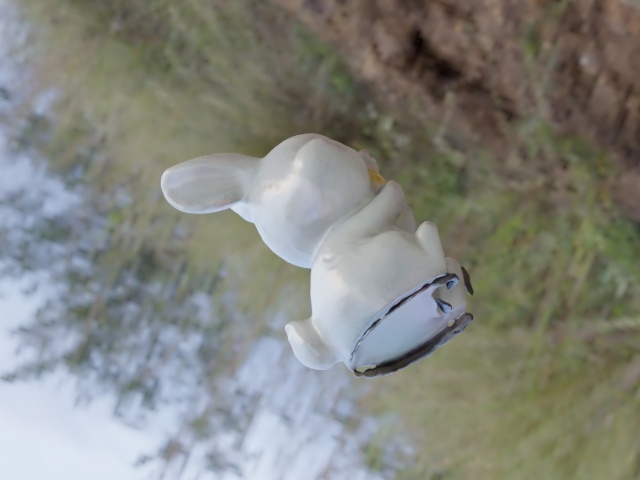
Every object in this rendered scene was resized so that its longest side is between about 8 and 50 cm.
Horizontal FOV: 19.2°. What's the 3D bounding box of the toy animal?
[{"bbox_3d":[0.005,-0.004,0.794,0.124,0.085,0.071,56,-162,23],"label":"toy animal"}]
